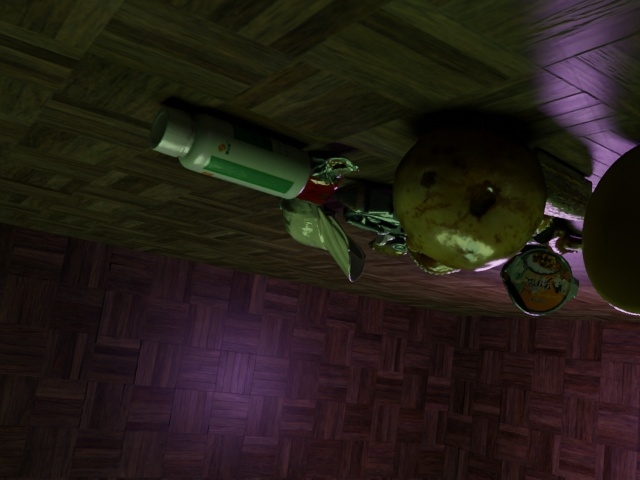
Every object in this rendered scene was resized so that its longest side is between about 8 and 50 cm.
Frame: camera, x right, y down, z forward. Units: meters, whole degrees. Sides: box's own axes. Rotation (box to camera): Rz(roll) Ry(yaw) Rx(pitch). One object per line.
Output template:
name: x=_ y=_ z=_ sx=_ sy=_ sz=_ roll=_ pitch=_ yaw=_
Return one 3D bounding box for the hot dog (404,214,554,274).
hot dog: x=0.275 y=-0.030 z=1.097 sx=0.268 sy=0.075 sz=0.144 roll=-28 pitch=108 yaw=27

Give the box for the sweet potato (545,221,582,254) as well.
sweet potato: x=0.539 y=-0.001 z=1.372 sx=0.078 sy=0.058 sz=0.255 roll=-25 pitch=156 yaw=33

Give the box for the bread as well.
bread: x=0.382 y=-0.083 z=0.973 sx=0.152 sy=0.077 sz=0.105 roll=8 pitch=171 yaw=-8

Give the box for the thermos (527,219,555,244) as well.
thermos: x=0.400 y=-0.021 z=1.314 sx=0.083 sy=0.073 sz=0.187 roll=10 pitch=170 yaw=-21

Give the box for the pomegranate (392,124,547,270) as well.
pomegranate: x=0.212 y=-0.066 z=0.893 sx=0.215 sy=0.215 sz=0.215 roll=8 pitch=170 yaw=1

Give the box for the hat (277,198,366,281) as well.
hat: x=0.000 y=0.000 z=1.413 sx=0.164 sy=0.226 sz=0.219 roll=-16 pitch=162 yaw=12

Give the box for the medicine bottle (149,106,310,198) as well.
medicine bottle: x=-0.141 y=-0.141 z=0.998 sx=0.260 sy=0.095 sz=0.095 roll=14 pitch=168 yaw=-37

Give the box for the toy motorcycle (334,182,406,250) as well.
toy motorcycle: x=0.186 y=-0.054 z=1.233 sx=0.307 sy=0.108 sz=0.173 roll=7 pitch=161 yaw=12

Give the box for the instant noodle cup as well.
instant noodle cup: x=0.566 y=0.103 z=1.660 sx=0.208 sy=0.178 sz=0.125 roll=29 pitch=-178 yaw=-4

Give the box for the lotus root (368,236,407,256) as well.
lotus root: x=0.200 y=0.010 z=1.664 sx=0.152 sy=0.063 sz=0.072 roll=4 pitch=-172 yaw=25

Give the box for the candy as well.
candy: x=-0.007 y=-0.112 z=1.153 sx=0.086 sy=0.059 sz=0.292 roll=12 pitch=168 yaw=-14

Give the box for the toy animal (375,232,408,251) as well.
toy animal: x=0.210 y=-0.027 z=1.451 sx=0.181 sy=0.131 sz=0.127 roll=26 pitch=-168 yaw=-40

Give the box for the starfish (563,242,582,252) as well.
starfish: x=0.615 y=-0.001 z=1.286 sx=0.209 sy=0.053 sz=0.150 roll=-9 pitch=138 yaw=9

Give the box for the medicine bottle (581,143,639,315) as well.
medicine bottle: x=0.530 y=-0.001 z=0.849 sx=0.231 sy=0.238 sz=0.238 roll=10 pitch=170 yaw=-16
